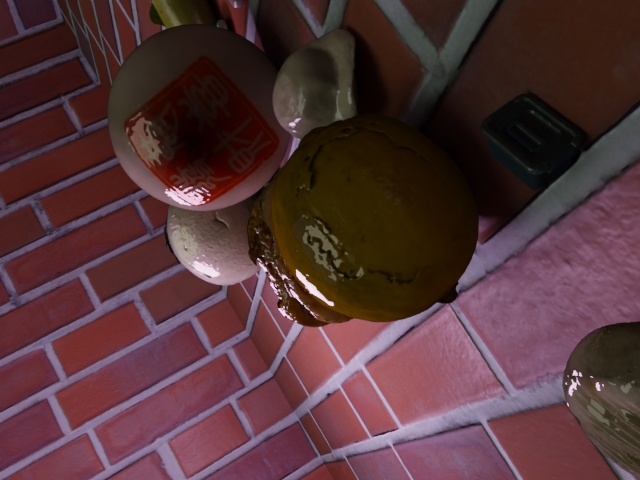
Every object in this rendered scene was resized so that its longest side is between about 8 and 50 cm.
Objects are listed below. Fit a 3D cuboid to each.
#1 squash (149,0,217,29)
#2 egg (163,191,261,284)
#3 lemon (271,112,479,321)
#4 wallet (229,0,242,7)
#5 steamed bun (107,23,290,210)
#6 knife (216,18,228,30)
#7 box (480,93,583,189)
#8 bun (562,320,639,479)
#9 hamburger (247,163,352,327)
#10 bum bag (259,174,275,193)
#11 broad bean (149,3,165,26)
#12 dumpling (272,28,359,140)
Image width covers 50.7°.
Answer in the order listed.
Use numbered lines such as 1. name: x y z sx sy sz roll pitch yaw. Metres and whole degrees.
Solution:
1. squash: -0.291 -0.493 1.524 0.187 0.123 0.123 62 162 -6
2. egg: -0.224 -0.051 1.765 0.201 0.337 0.337 -24 95 48
3. lemon: 0.075 -0.030 0.956 0.297 0.297 0.297 51 159 28
4. wallet: -0.168 -0.513 1.311 0.061 0.025 0.122 64 163 13
5. steamed bun: -0.238 -0.230 1.331 0.241 0.374 0.375 -104 -7 -69
6. knife: -0.207 -0.413 1.553 0.222 0.031 0.064 86 161 -58
7. box: 0.234 -0.106 0.755 0.099 0.074 0.054 50 169 33
8. bun: 0.364 0.161 0.666 0.239 0.141 0.239 32 160 13
9. hamburger: 0.000 0.000 1.187 0.170 0.314 0.290 -23 104 35
10. bum bag: -0.111 -0.098 1.701 0.233 0.060 0.106 65 167 -9
11. broad bean: -0.373 -0.591 1.713 0.318 0.055 0.098 3 100 60
12. dumpling: -0.002 -0.233 1.112 0.250 0.132 0.163 -41 68 56
